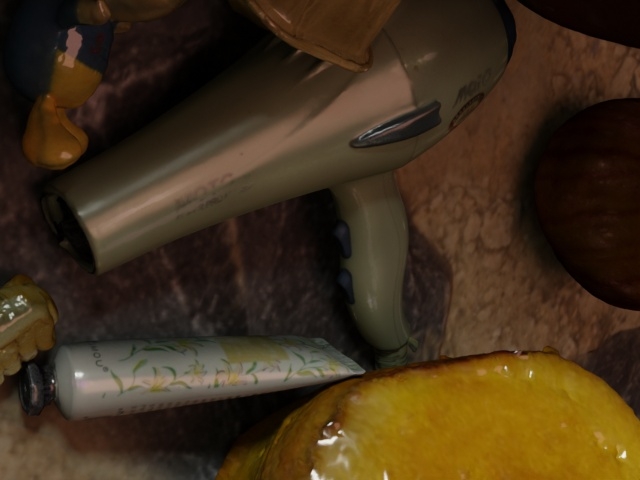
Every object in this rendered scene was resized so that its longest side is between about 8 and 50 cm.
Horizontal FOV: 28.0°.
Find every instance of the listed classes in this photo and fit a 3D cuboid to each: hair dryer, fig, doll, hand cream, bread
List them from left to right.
[{"bbox_3d":[-0.175,0.055,0.664,0.088,0.034,0.049,-40,142,-24],"label":"bread"},{"bbox_3d":[-0.108,-0.124,0.641,0.089,0.102,0.179,11,98,-7],"label":"doll"},{"bbox_3d":[-0.073,0.073,0.734,0.195,0.067,0.042,-5,102,-26],"label":"hand cream"},{"bbox_3d":[-0.026,-0.011,0.763,0.296,0.119,0.298,-11,123,-36],"label":"hair dryer"},{"bbox_3d":[0.083,0.204,0.791,0.312,0.312,0.172,-39,171,-30],"label":"bread"},{"bbox_3d":[0.277,-0.026,0.969,0.175,0.207,0.175,-6,97,-50],"label":"fig"}]

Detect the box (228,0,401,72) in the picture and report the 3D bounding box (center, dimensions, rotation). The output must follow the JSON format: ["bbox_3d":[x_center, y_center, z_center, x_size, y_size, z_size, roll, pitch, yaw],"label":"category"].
[{"bbox_3d":[-0.016,-0.169,0.664,0.111,0.177,0.111,-17,152,-9],"label":"box"}]

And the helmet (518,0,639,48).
[{"bbox_3d":[0.173,-0.264,0.762,0.337,0.230,0.384,31,71,-51],"label":"helmet"}]
